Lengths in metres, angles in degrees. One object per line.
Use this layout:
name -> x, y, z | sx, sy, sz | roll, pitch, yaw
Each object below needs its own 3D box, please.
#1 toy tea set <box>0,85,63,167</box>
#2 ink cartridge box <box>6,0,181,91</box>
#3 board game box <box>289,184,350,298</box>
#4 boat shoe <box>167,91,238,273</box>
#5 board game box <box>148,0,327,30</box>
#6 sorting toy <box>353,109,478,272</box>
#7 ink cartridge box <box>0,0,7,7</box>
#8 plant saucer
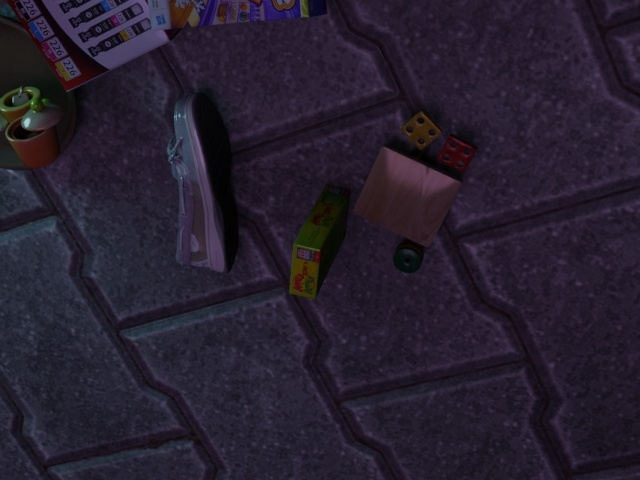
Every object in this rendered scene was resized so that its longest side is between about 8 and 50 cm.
toy tea set -> -0.533, -0.202, 1.977 | 0.336, 0.200, 0.124 | 0, 130, 18
ink cartridge box -> -0.326, -0.415, 1.863 | 0.272, 0.130, 0.309 | -21, 113, 27
board game box -> 0.000, 0.000, 1.992 | 0.043, 0.181, 0.092 | 12, 124, 10
boat shoe -> -0.198, -0.086, 2.045 | 0.103, 0.118, 0.320 | 3, 129, 11
board game box -> -0.127, -0.465, 1.732 | 0.233, 0.078, 0.347 | -2, 102, 20
sorting toy -> 0.139, -0.082, 1.977 | 0.132, 0.046, 0.274 | 25, 126, 2
ink cartridge box -> -0.557, -0.427, 1.902 | 0.100, 0.172, 0.237 | -31, 108, 33
plant saucer -> -0.515, -0.243, 2.090 | 0.278, 0.041, 0.277 | 8, 123, 13
